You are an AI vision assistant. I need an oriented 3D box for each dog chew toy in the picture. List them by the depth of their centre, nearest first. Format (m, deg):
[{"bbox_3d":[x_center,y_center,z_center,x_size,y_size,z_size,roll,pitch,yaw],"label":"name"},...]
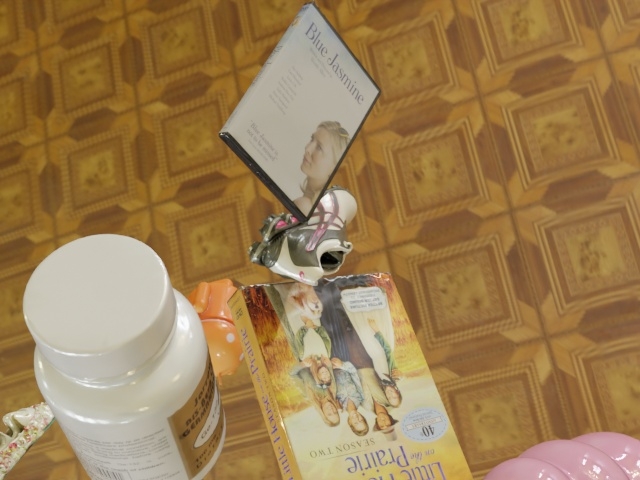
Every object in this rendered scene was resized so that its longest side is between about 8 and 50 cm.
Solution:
[{"bbox_3d":[0.312,0.337,1.120,0.206,0.331,0.207,-15,69,45],"label":"dog chew toy"}]

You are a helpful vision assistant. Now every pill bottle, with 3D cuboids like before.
[{"bbox_3d":[-0.151,0.104,0.721,0.131,0.229,0.131,-1,52,2],"label":"pill bottle"}]

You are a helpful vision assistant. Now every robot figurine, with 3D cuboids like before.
[{"bbox_3d":[-0.197,0.168,1.720,0.219,0.128,0.158,-91,24,-54],"label":"robot figurine"}]

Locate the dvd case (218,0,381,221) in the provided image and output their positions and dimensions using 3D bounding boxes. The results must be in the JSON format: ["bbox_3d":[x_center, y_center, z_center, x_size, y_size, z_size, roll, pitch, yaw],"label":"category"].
[{"bbox_3d":[-0.019,-0.177,1.256,0.022,0.180,0.253,-2,50,46],"label":"dvd case"}]

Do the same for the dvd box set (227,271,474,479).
[{"bbox_3d":[0.051,0.255,1.463,0.062,0.307,0.421,-51,51,48],"label":"dvd box set"}]

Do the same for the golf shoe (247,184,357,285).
[{"bbox_3d":[0.000,0.000,1.423,0.120,0.273,0.105,34,122,15],"label":"golf shoe"}]

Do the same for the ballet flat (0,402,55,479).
[{"bbox_3d":[-0.591,0.378,1.746,0.091,0.077,0.241,-15,26,35],"label":"ballet flat"}]
